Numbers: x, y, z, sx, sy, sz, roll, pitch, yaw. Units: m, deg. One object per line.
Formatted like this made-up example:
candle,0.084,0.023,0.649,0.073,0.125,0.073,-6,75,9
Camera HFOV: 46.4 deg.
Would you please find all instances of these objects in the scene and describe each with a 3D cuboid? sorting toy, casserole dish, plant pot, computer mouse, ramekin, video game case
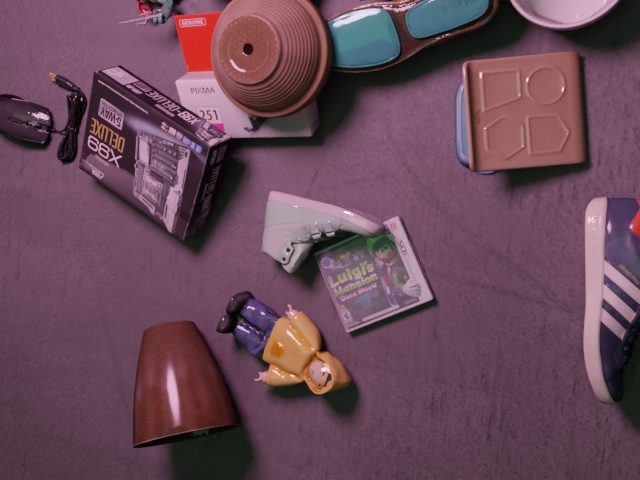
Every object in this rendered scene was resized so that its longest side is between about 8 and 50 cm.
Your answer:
sorting toy,0.352,-0.222,1.294,0.209,0.038,0.192,-5,93,-1
casserole dish,0.296,-0.214,1.344,0.114,0.037,0.188,1,94,21
plant pot,-0.293,0.290,1.542,0.216,0.215,0.230,-20,72,21
computer mouse,-0.654,-0.301,1.692,0.262,0.060,0.184,25,104,17
ramekin,0.413,-0.449,1.240,0.207,0.109,0.207,2,96,21
plant pot,-0.105,-0.339,1.337,0.238,0.110,0.237,4,100,19
video game case,0.102,0.068,1.450,0.191,0.022,0.173,-24,85,21

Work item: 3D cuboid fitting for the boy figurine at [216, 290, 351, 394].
boy figurine,-0.071,0.223,1.495,0.285,0.092,0.177,34,103,19

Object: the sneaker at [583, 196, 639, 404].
sneaker,0.518,0.102,1.232,0.148,0.131,0.349,0,94,26

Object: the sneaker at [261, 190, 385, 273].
sneaker,0.000,0.000,1.443,0.256,0.094,0.151,14,94,29

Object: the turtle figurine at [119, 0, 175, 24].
turtle figurine,-0.319,-0.536,1.513,0.234,0.118,0.175,-22,105,5

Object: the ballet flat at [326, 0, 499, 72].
ballet flat,0.154,-0.385,1.344,0.349,0.123,0.123,-12,90,25

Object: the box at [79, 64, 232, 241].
box,-0.348,-0.180,1.535,0.308,0.076,0.242,34,126,15

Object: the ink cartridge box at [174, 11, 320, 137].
ink cartridge box,-0.152,-0.319,1.447,0.275,0.060,0.238,2,123,21
